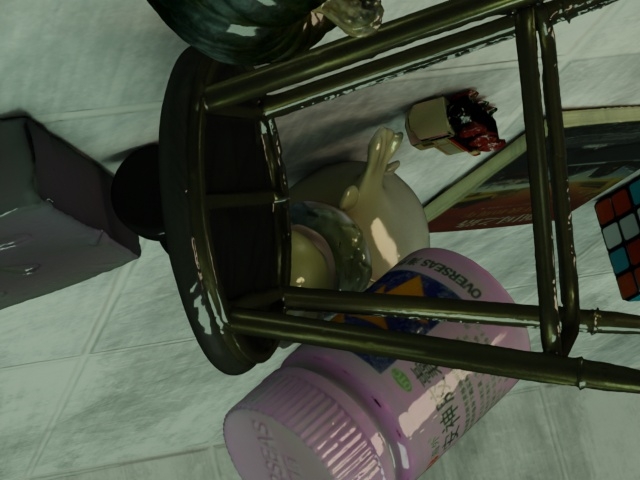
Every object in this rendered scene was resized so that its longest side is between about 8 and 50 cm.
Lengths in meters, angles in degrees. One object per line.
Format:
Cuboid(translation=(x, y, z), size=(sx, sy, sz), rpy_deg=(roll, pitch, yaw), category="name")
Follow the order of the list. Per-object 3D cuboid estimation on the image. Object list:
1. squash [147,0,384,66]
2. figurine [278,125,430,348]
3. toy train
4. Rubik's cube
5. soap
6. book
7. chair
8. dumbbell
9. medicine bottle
Cuboid(translation=(-0.029, -0.214, 1.116), size=(0.218, 0.172, 0.218), rpy_deg=(-12, 167, -3), category="squash")
Cuboid(translation=(0.000, 0.000, 1.792), size=(0.394, 0.227, 0.274), rpy_deg=(-27, 144, -64), category="figurine")
Cuboid(translation=(0.151, -0.124, 1.824), size=(0.087, 0.050, 0.138), rpy_deg=(-14, 167, 20), category="toy train")
Cuboid(translation=(0.505, -0.013, 2.314), size=(0.154, 0.155, 0.151), rpy_deg=(-4, 160, -33), category="Rubik's cube")
Cuboid(translation=(-0.363, -0.012, 1.687), size=(0.285, 0.107, 0.296), rpy_deg=(-19, 165, 11), category="soap")
Cuboid(translation=(0.305, -0.089, 2.121), size=(0.263, 0.028, 0.374), rpy_deg=(-6, 163, -29), category="book")
Cuboid(translation=(0.094, -0.050, 1.453), size=(0.410, 0.361, 0.364), rpy_deg=(-5, -176, 13), category="chair")
Cuboid(translation=(-0.151, -0.033, 1.791), size=(0.100, 0.100, 0.191), rpy_deg=(-16, 165, 10), category="dumbbell")
Cuboid(translation=(0.059, 0.152, 1.650), size=(0.291, 0.178, 0.178), rpy_deg=(-38, 179, -32), category="medicine bottle")
